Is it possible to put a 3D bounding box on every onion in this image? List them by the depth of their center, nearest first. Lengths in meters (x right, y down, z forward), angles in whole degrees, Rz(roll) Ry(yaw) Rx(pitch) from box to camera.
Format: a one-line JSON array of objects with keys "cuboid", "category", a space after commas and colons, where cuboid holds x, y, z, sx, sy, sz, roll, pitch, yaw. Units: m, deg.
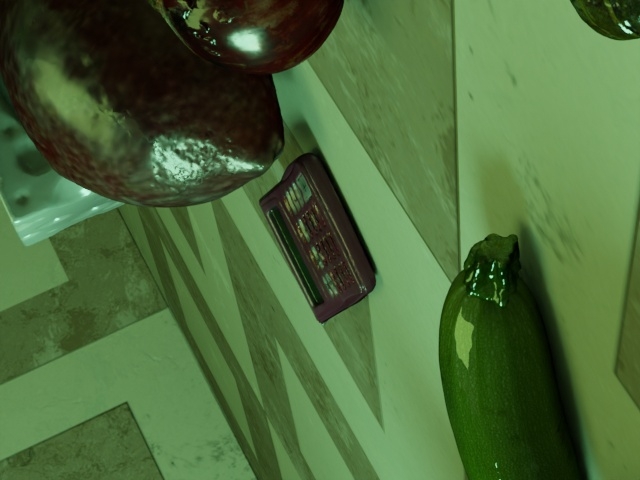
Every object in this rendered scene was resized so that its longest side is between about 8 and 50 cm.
[{"cuboid": [-0.041, -0.159, 0.926, 0.131, 0.131, 0.131, 61, 169, 20], "category": "onion"}]

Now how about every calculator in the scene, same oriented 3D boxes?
[{"cuboid": [0.000, 0.000, 1.331, 0.127, 0.034, 0.190, 65, 164, 4], "category": "calculator"}]

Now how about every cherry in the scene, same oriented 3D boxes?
[{"cuboid": [-0.142, -0.136, 1.273, 0.300, 0.203, 0.230, 40, 151, 34], "category": "cherry"}]

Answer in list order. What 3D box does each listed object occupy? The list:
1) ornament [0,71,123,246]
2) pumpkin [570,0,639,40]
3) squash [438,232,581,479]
[{"cuboid": [-0.226, -0.157, 1.516, 0.239, 0.240, 0.240, 65, 170, 2], "category": "ornament"}, {"cuboid": [0.106, -0.095, 0.575, 0.050, 0.028, 0.083, 69, 165, -11], "category": "pumpkin"}, {"cuboid": [0.107, 0.099, 0.916, 0.066, 0.066, 0.252, 50, 161, 56], "category": "squash"}]
